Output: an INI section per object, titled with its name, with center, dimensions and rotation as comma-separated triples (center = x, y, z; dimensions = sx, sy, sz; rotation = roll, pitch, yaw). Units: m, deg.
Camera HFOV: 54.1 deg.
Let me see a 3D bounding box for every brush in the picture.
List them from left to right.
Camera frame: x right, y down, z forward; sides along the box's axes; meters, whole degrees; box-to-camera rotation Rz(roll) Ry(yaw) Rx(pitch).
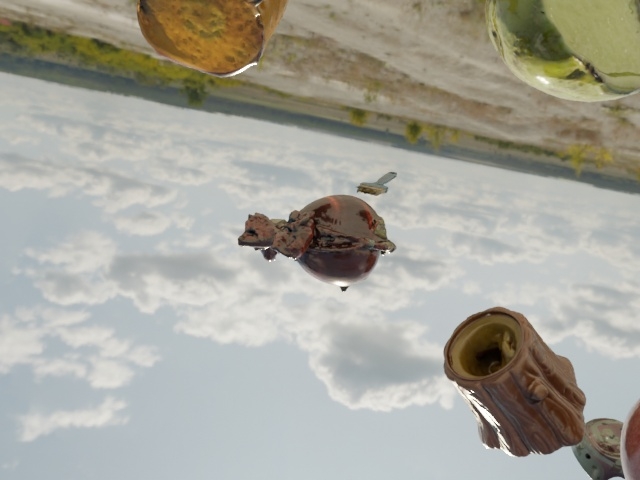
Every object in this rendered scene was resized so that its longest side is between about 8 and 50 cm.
[brush]
center = 0.113, -0.108, 1.164
dimensions = 0.051, 0.014, 0.164
rotation = 14, -158, 19

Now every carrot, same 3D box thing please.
[carrot]
center = -0.142, -0.422, 0.972
dimensions = 0.224, 0.340, 0.224
rotation = 6, 145, 4

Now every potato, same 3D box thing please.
[potato]
center = 0.360, -0.362, 1.026
dimensions = 0.280, 0.330, 0.213
rotation = -16, 179, -35

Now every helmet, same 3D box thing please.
[helmet]
center = 0.711, 0.496, 1.533
dimensions = 0.177, 0.107, 0.153
rotation = -9, -150, 0

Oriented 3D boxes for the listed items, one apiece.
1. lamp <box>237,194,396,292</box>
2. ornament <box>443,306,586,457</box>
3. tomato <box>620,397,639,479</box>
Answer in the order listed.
[lamp]
center = 0.006, -0.010, 1.031
dimensions = 0.223, 0.150, 0.215
rotation = 27, 165, -25
[ornament]
center = 0.350, 0.257, 1.147
dimensions = 0.217, 0.235, 0.221
rotation = 48, 179, -26
[tomato]
center = 0.603, 0.360, 0.996
dimensions = 0.270, 0.227, 0.270
rotation = 51, -165, -19
